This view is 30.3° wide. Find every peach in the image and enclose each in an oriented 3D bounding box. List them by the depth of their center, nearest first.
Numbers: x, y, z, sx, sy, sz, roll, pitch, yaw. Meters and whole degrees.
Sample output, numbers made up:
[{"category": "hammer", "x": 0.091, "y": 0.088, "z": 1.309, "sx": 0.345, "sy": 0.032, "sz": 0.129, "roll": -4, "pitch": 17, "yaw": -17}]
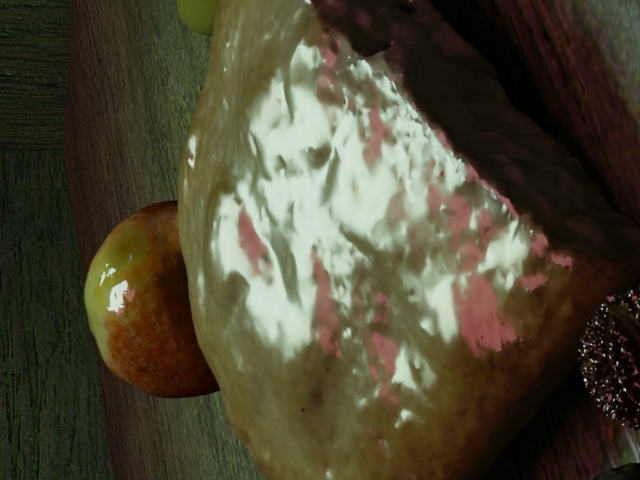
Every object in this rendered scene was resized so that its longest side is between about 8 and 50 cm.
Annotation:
[{"category": "peach", "x": -0.155, "y": 0.051, "z": 1.352, "sx": 0.232, "sy": 0.232, "sz": 0.256, "roll": -109, "pitch": 32, "yaw": -40}]

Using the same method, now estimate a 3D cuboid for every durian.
[{"category": "durian", "x": 0.166, "y": 0.063, "z": 0.570, "sx": 0.080, "sy": 0.080, "sz": 0.091, "roll": -160, "pitch": 51, "yaw": -71}]

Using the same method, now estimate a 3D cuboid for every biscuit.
[{"category": "biscuit", "x": -0.001, "y": 0.000, "z": 0.864, "sx": 0.429, "sy": 0.104, "sz": 0.446, "roll": 60, "pitch": 142, "yaw": 30}]

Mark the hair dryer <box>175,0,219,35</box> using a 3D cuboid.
[{"category": "hair dryer", "x": -0.115, "y": -0.385, "z": 1.370, "sx": 0.135, "sy": 0.090, "sz": 0.278, "roll": 146, "pitch": 124, "yaw": -73}]

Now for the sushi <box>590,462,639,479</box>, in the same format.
[{"category": "sushi", "x": 0.149, "y": 0.240, "z": 0.455, "sx": 0.348, "sy": 0.208, "sz": 0.234, "roll": -147, "pitch": 57, "yaw": -61}]
